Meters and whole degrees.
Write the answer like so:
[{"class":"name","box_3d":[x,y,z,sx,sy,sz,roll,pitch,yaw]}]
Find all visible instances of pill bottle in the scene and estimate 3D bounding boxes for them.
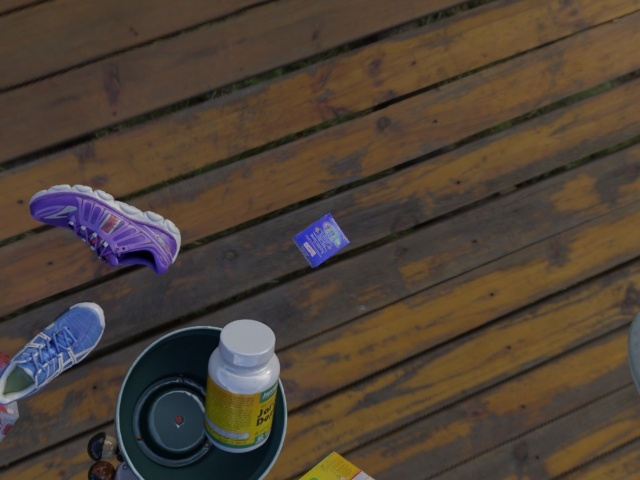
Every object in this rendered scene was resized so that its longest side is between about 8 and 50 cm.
[{"class":"pill bottle","box_3d":[-0.128,0.236,1.209,0.117,0.117,0.208,2,123,-12]}]

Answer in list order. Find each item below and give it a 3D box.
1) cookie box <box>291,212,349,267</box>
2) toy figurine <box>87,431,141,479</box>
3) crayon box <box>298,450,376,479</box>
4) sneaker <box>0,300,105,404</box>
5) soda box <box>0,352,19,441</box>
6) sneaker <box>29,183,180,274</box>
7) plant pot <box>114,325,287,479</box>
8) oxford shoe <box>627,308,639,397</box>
[{"class":"cookie box","box_3d":[0.000,0.000,1.802,0.107,0.040,0.092,-35,91,-21]},{"class":"toy figurine","box_3d":[-0.392,0.490,1.415,0.148,0.209,0.213,13,93,-13]},{"class":"crayon box","box_3d":[-0.005,0.610,1.632,0.278,0.165,0.081,-30,128,-34]},{"class":"sneaker","box_3d":[-0.415,0.179,1.134,0.211,0.081,0.080,-44,100,2]},{"class":"soda box","box_3d":[-0.755,0.345,1.671,0.083,0.263,0.092,33,95,-35]},{"class":"sneaker","box_3d":[-0.240,-0.009,0.819,0.170,0.068,0.071,19,59,-15]},{"class":"plant pot","box_3d":[-0.230,0.313,1.305,0.293,0.196,0.293,8,70,-24]},{"class":"oxford shoe","box_3d":[0.409,0.189,0.522,0.169,0.449,0.130,-51,135,7]}]
